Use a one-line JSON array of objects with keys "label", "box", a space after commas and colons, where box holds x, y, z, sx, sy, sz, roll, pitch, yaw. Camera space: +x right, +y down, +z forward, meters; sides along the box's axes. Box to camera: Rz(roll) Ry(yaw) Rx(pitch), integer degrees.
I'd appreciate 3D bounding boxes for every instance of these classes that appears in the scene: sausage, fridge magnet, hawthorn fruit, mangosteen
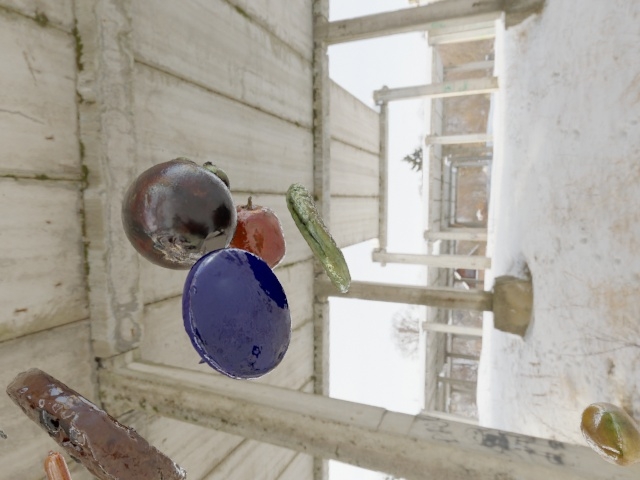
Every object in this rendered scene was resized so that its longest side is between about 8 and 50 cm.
[{"label": "sausage", "box": [-0.653, 0.715, 1.090, 0.348, 0.053, 0.053, 54, -168, 21]}, {"label": "fridge magnet", "box": [-0.161, 0.142, 0.825, 0.265, 0.112, 0.266, 32, -135, -38]}, {"label": "hawthorn fruit", "box": [-0.251, -0.005, 1.445, 0.275, 0.274, 0.300, -22, -64, -65]}, {"label": "mangosteen", "box": [-0.355, -0.074, 1.082, 0.311, 0.310, 0.312, 2, -90, -67]}]

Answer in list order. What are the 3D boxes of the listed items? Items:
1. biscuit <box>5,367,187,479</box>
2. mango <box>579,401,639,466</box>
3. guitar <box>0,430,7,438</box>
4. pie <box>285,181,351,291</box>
[{"label": "biscuit", "box": [-0.215, 0.191, 0.400, 0.049, 0.191, 0.192, -59, -35, -36]}, {"label": "mango", "box": [0.556, 0.367, 0.784, 0.115, 0.089, 0.165, 65, -176, 17]}, {"label": "guitar", "box": [-0.861, 0.424, 1.071, 0.025, 0.233, 0.088, -42, -28, -26]}, {"label": "pie", "box": [0.000, 0.000, 1.068, 0.324, 0.070, 0.323, 61, 179, 2]}]
